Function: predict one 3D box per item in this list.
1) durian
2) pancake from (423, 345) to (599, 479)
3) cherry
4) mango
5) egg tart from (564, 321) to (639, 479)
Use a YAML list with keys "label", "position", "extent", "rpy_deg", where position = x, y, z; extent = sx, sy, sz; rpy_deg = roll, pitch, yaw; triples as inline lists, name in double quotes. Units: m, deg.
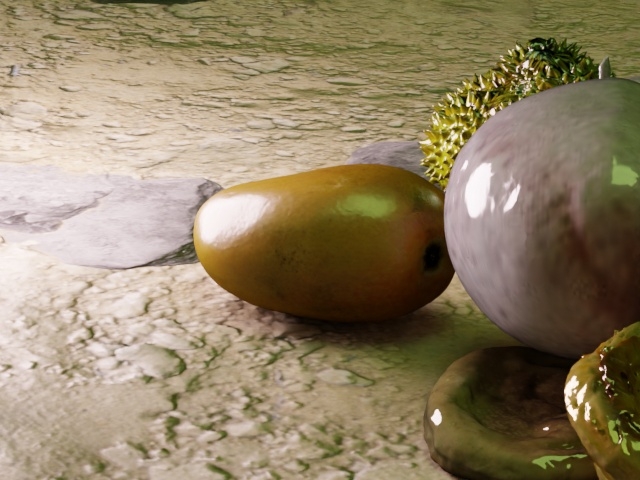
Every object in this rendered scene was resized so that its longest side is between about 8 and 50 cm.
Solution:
- label: "durian"
  position: [0.282, -0.139, 2.201]
  extent: [0.291, 0.224, 0.291]
  rpy_deg: [-31, 21, 14]
- label: "pancake"
  position: [0.231, 0.168, 1.612]
  extent: [0.294, 0.049, 0.294]
  rpy_deg: [1, 20, 0]
- label: "cherry"
  position: [0.271, -0.021, 1.656]
  extent: [0.326, 0.291, 0.335]
  rpy_deg: [18, 15, 31]
- label: "mango"
  position: [0.000, 0.000, 1.865]
  extent: [0.317, 0.173, 0.211]
  rpy_deg: [3, 20, 20]
- label: "egg tart"
  position: [0.338, 0.188, 1.426]
  extent: [0.290, 0.115, 0.290]
  rpy_deg: [15, 32, -10]
